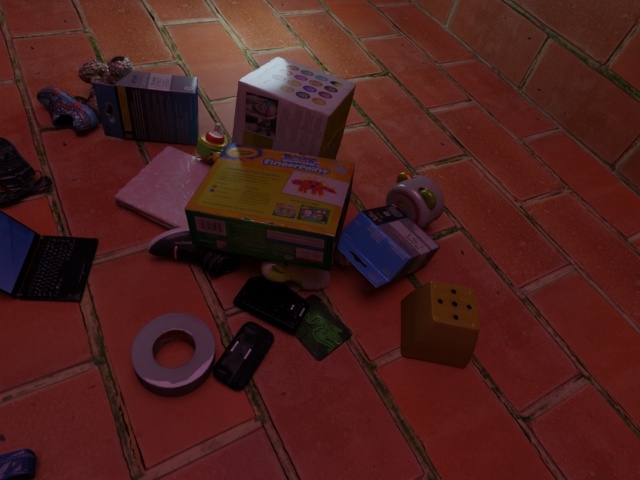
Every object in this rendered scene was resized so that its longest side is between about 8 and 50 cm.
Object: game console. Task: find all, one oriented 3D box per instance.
[{"bbox_3d":[-0.195,0.265,1.379,0.213,0.044,0.361,25,51,11],"label":"game console"}]

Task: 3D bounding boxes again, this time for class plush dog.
[{"bbox_3d":[-0.843,-0.583,1.849,0.263,0.210,0.225,5,61,27],"label":"plush dog"}]

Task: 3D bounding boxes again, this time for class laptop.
[{"bbox_3d":[-0.824,0.041,1.353,0.264,0.136,0.234,4,52,-10],"label":"laptop"}]

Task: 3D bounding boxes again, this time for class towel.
[{"bbox_3d":[-0.503,-0.180,1.658,0.317,0.053,0.331,24,50,8],"label":"towel"}]

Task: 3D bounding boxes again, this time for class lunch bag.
[{"bbox_3d":[-0.696,0.511,1.052,0.098,0.067,0.065,-10,55,-21],"label":"lunch bag"}]

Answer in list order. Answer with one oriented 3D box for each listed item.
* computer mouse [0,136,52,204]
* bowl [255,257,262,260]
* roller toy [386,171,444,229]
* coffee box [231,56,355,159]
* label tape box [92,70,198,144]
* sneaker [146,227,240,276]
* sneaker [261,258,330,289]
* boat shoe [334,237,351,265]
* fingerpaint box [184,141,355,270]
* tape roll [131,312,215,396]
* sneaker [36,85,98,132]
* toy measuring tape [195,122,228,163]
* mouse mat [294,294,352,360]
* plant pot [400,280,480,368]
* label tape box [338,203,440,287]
[{"bbox_3d":[-1.063,-0.236,1.570,0.188,0.072,0.272,-34,78,-35],"label":"computer mouse"},{"bbox_3d":[-0.167,-0.013,1.584,0.170,0.080,0.170,6,52,-8],"label":"bowl"},{"bbox_3d":[0.354,-0.141,1.733,0.146,0.191,0.209,-30,47,-32],"label":"roller toy"},{"bbox_3d":[-0.101,-0.428,1.722,0.334,0.338,0.337,22,40,7],"label":"coffee box"},{"bbox_3d":[-0.641,-0.500,1.752,0.348,0.249,0.115,4,52,-10],"label":"label tape box"},{"bbox_3d":[-0.389,0.043,1.469,0.296,0.104,0.147,-4,48,-22],"label":"sneaker"},{"bbox_3d":[-0.085,0.088,1.515,0.240,0.091,0.126,16,17,-29],"label":"sneaker"},{"bbox_3d":[0.000,0.000,1.604,0.088,0.096,0.267,-27,61,-25],"label":"boat shoe"},{"bbox_3d":[-0.141,-0.119,1.481,0.445,0.163,0.371,10,45,6],"label":"fingerpaint box"},{"bbox_3d":[-0.400,0.311,1.276,0.219,0.072,0.219,7,50,-8],"label":"tape roll"},{"bbox_3d":[-0.988,-0.494,1.765,0.262,0.104,0.125,26,53,9],"label":"sneaker"},{"bbox_3d":[-0.420,-0.383,1.774,0.121,0.121,0.330,-4,37,-16],"label":"toy measuring tape"},{"bbox_3d":[-0.013,0.265,1.444,0.153,0.007,0.190,-32,66,-32],"label":"mouse mat"},{"bbox_3d":[0.380,0.242,1.436,0.212,0.187,0.212,12,50,-4],"label":"plant pot"},{"bbox_3d":[0.223,0.006,1.569,0.240,0.106,0.334,46,34,23],"label":"label tape box"}]
